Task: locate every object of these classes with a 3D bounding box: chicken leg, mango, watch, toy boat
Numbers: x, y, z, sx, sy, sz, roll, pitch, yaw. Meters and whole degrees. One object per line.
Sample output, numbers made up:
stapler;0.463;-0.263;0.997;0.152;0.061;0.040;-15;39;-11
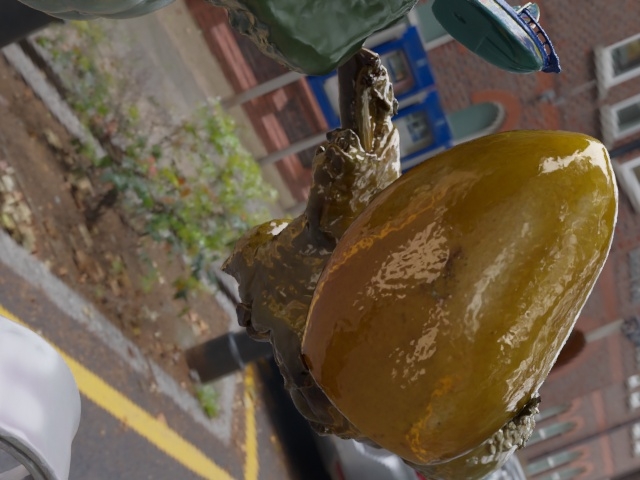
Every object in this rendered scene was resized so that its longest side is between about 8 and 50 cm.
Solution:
chicken leg;0.000;0.000;1.016;0.295;0.182;0.410;11;-76;48
mango;0.101;0.022;0.702;0.138;0.257;0.187;24;15;-34
watch;-0.306;0.139;0.712;0.231;0.244;0.196;49;19;-34
toy boat;0.231;-0.267;1.186;0.175;0.110;0.091;42;-30;7

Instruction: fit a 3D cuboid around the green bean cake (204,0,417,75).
green bean cake;-0.004;-0.232;0.520;0.227;0.222;0.125;53;-1;-26

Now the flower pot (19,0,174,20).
flower pot;-0.217;-0.323;0.896;0.246;0.195;0.246;10;-78;59

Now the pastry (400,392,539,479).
pastry;0.207;0.191;1.355;0.316;0.184;0.285;49;46;-36
